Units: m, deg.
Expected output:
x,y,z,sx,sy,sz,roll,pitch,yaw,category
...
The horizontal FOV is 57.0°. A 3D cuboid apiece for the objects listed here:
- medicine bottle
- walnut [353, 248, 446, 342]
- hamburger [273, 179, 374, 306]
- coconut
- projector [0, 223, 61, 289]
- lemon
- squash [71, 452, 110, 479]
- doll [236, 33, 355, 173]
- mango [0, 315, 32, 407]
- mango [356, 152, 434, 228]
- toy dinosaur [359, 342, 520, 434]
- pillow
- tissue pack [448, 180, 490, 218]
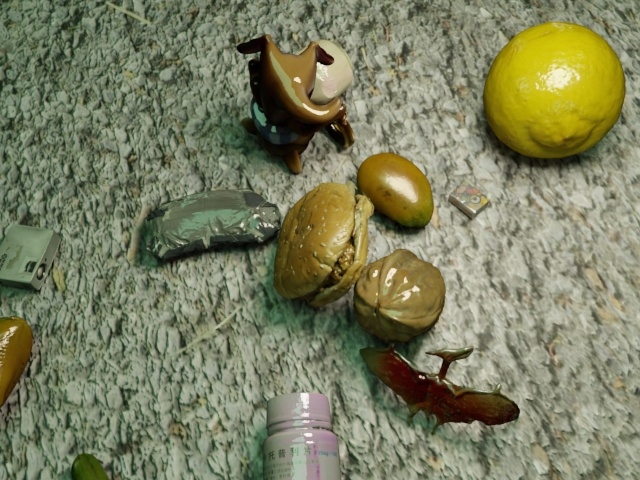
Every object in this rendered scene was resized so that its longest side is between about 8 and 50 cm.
x,y,z,sx,sy,sz,roll,pitch,yaw,category
-0.037,0.433,1.137,0.152,0.152,0.254,-6,62,-1,medicine bottle
0.169,0.117,1.264,0.198,0.198,0.245,34,30,19,walnut
-0.001,0.001,1.320,0.145,0.259,0.283,30,42,-20,hamburger
-0.010,-0.451,1.606,0.171,0.170,0.183,38,63,20,coconut
-0.713,0.041,1.430,0.115,0.061,0.147,7,62,8,projector
0.568,-0.369,1.451,0.348,0.348,0.347,-1,62,2,lemon
-0.420,0.525,1.151,0.066,0.066,0.252,-36,66,-16,squash
-0.060,-0.337,1.453,0.318,0.339,0.209,31,67,6,doll
-0.705,0.276,1.251,0.156,0.151,0.248,3,59,43,mango
0.191,-0.126,1.450,0.221,0.120,0.151,37,72,13,mango
0.234,0.297,1.226,0.328,0.113,0.206,-6,98,21,toy dinosaur
-0.262,-0.043,1.438,0.335,0.092,0.161,-10,67,-4,pillow
0.371,-0.102,1.474,0.063,0.035,0.083,-39,65,-17,tissue pack
